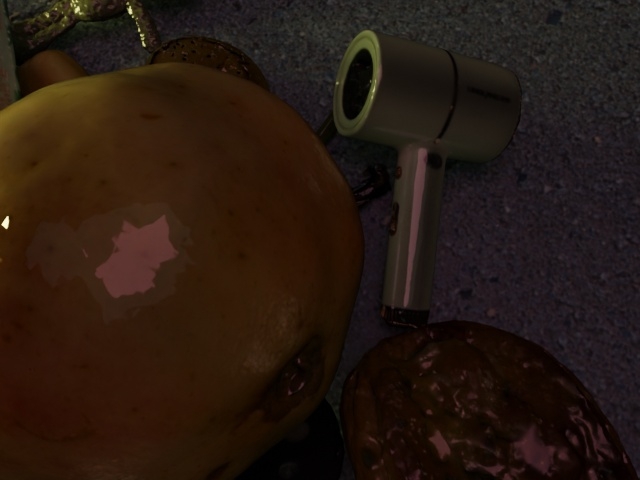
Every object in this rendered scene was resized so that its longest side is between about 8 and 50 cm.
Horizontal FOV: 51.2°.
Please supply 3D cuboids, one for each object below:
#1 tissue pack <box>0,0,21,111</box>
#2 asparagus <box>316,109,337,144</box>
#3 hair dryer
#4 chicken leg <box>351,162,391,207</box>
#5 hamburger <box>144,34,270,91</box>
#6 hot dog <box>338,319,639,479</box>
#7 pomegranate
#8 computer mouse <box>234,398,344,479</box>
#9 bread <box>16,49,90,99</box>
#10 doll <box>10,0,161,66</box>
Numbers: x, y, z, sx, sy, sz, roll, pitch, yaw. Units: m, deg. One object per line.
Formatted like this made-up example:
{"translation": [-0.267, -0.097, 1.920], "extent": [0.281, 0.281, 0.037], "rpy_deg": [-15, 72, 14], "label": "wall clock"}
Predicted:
{"translation": [-0.461, -0.159, 0.807], "extent": [0.228, 0.128, 0.310], "rpy_deg": [-31, 69, 39], "label": "tissue pack"}
{"translation": [-0.026, -0.103, 0.880], "extent": [0.025, 0.024, 0.248], "rpy_deg": [33, 77, 18], "label": "asparagus"}
{"translation": [0.114, -0.052, 0.804], "extent": [0.203, 0.128, 0.361], "rpy_deg": [8, 87, -23], "label": "hair dryer"}
{"translation": [0.000, 0.000, 0.834], "extent": [0.106, 0.051, 0.253], "rpy_deg": [29, 74, 4], "label": "chicken leg"}
{"translation": [-0.148, -0.187, 0.865], "extent": [0.177, 0.113, 0.185], "rpy_deg": [15, 74, 8], "label": "hamburger"}
{"translation": [0.168, 0.259, 0.663], "extent": [0.267, 0.174, 0.387], "rpy_deg": [-15, 66, -14], "label": "hot dog"}
{"translation": [-0.168, 0.038, 0.618], "extent": [0.412, 0.411, 0.411], "rpy_deg": [-1, 72, 2], "label": "pomegranate"}
{"translation": [-0.103, 0.255, 0.711], "extent": [0.269, 0.100, 0.170], "rpy_deg": [-14, 31, 1], "label": "computer mouse"}
{"translation": [-0.288, -0.110, 0.854], "extent": [0.142, 0.091, 0.305], "rpy_deg": [-43, 75, -1], "label": "bread"}
{"translation": [-0.311, -0.352, 0.947], "extent": [0.286, 0.091, 0.202], "rpy_deg": [-7, 60, 11], "label": "doll"}
